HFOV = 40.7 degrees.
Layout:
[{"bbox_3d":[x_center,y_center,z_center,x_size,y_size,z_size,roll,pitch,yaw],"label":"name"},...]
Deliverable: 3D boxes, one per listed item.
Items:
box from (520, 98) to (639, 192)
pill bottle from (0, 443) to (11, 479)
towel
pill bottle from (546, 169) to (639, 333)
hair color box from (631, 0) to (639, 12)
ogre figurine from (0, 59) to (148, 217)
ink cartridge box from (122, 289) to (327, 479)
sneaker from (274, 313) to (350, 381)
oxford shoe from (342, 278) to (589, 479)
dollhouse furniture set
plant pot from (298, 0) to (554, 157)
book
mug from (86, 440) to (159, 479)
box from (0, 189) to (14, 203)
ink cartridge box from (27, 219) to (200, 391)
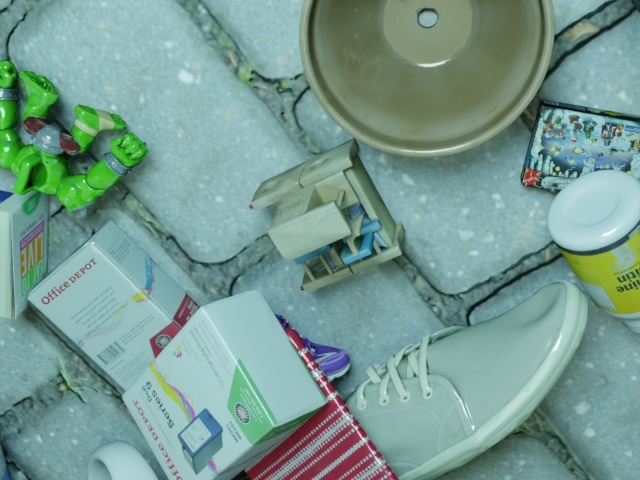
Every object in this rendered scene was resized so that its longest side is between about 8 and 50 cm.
[{"bbox_3d":[0.292,-0.093,0.922,0.137,0.027,0.093,10,118,4],"label":"box"},{"bbox_3d":[-0.505,0.296,1.187,0.124,0.124,0.221,-1,116,10],"label":"pill bottle"},{"bbox_3d":[-0.010,0.256,1.003,0.274,0.031,0.199,53,129,15],"label":"towel"},{"bbox_3d":[0.322,0.019,0.917,0.103,0.103,0.184,-28,127,20],"label":"pill bottle"},{"bbox_3d":[0.338,-0.221,0.671,0.174,0.347,0.105,-35,106,23],"label":"hair color box"},{"bbox_3d":[-0.304,-0.110,0.972,0.197,0.097,0.118,26,106,-17],"label":"ogre figurine"},{"bbox_3d":[-0.116,0.181,0.988,0.212,0.093,0.154,-46,71,39],"label":"ink cartridge box"},{"bbox_3d":[-0.044,0.128,1.065,0.170,0.068,0.071,14,112,3],"label":"sneaker"},{"bbox_3d":[0.119,0.185,1.016,0.130,0.169,0.449,42,120,-10],"label":"oxford shoe"},{"bbox_3d":[0.000,0.000,0.926,0.129,0.183,0.129,-24,110,19],"label":"dollhouse furniture set"},{"bbox_3d":[0.103,-0.210,0.849,0.238,0.109,0.237,3,117,6],"label":"plant pot"},{"bbox_3d":[-0.359,0.009,1.038,0.035,0.096,0.144,14,118,6],"label":"book"},{"bbox_3d":[-0.210,0.440,1.134,0.374,0.276,0.328,61,150,14],"label":"mug"},{"bbox_3d":[-0.479,-0.015,1.080,0.225,0.036,0.136,13,118,4],"label":"box"},{"bbox_3d":[-0.249,0.080,1.068,0.127,0.072,0.175,-36,106,22],"label":"ink cartridge box"}]
